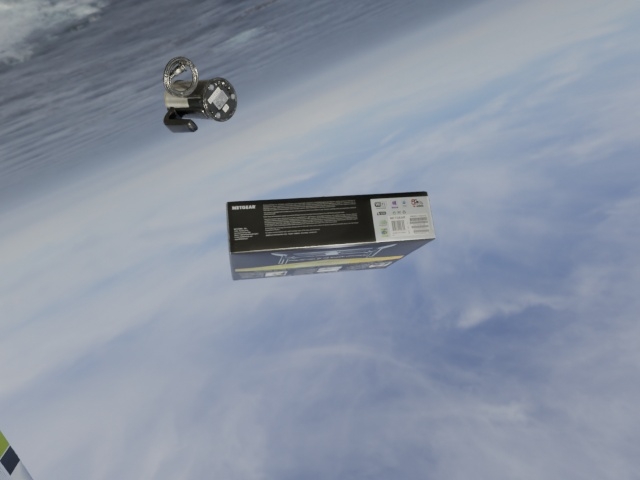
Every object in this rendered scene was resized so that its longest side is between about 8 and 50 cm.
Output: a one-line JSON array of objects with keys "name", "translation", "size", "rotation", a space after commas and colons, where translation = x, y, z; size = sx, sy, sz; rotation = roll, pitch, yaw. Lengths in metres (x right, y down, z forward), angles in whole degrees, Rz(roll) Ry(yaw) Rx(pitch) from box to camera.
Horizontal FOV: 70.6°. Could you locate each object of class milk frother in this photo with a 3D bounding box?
[{"name": "milk frother", "translation": [-0.265, -0.295, 0.890], "size": [0.135, 0.143, 0.129], "rotation": [13, -134, 37]}]

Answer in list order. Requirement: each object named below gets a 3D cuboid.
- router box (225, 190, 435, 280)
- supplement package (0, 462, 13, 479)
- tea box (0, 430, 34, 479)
[{"name": "router box", "translation": [0.000, 0.000, 0.766], "size": [0.309, 0.081, 0.243], "rotation": [-4, 167, -12]}, {"name": "supplement package", "translation": [-0.215, 0.129, 0.122], "size": [0.199, 0.198, 0.262], "rotation": [-38, 160, -35]}, {"name": "tea box", "translation": [-0.688, 0.397, 0.666], "size": [0.329, 0.323, 0.220], "rotation": [-21, -163, -3]}]
